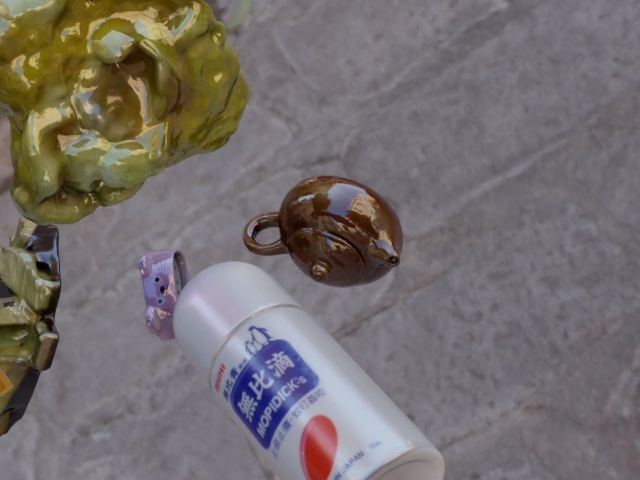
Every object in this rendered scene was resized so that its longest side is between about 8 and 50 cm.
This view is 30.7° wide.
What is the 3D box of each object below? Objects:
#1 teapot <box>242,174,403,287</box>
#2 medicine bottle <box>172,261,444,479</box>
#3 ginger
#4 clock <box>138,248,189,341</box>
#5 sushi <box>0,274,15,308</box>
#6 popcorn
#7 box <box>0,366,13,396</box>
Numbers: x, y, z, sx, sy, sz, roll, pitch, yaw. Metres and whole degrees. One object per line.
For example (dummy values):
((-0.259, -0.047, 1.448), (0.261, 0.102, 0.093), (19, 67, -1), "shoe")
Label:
((0.000, 0.000, 1.585), (0.252, 0.178, 0.135), (3, 44, 28), "teapot")
((-0.029, 0.145, 1.156), (0.130, 0.130, 0.341), (-37, 50, -9), "medicine bottle")
((-0.603, 0.146, 2.104), (0.358, 0.211, 0.413), (-42, 42, 54), "ginger")
((-0.252, 0.086, 1.916), (0.050, 0.110, 0.152), (-11, 82, 9), "clock")
((-0.452, 0.030, 1.241), (0.210, 0.193, 0.040), (-12, 55, -4), "sushi")
((-0.259, -0.211, 1.284), (0.292, 0.334, 0.293), (-29, 6, 1), "popcorn")
((-0.393, 0.110, 1.024), (0.174, 0.076, 0.274), (-36, 28, -16), "box")
